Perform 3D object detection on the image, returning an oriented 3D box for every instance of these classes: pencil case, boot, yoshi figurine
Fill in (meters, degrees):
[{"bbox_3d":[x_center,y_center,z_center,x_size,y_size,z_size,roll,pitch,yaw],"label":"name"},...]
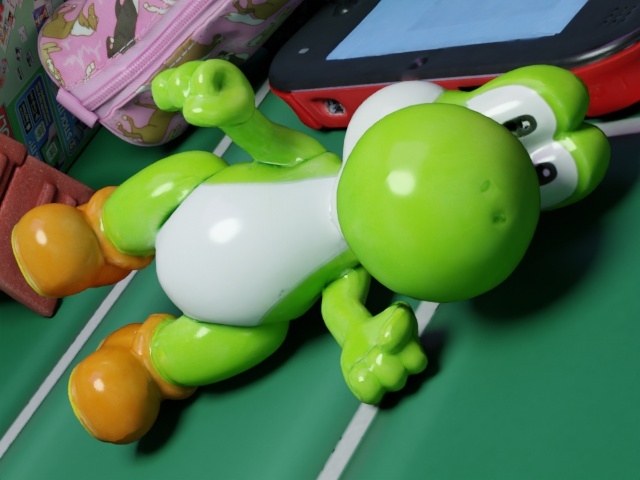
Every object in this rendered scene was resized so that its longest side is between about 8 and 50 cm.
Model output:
[{"bbox_3d":[-0.063,-0.231,1.248,0.386,0.167,0.160,-39,63,36],"label":"pencil case"},{"bbox_3d":[-0.015,-0.216,1.387,0.099,0.045,0.121,-34,26,18],"label":"boot"},{"bbox_3d":[-0.012,-0.003,0.928,0.362,0.203,0.203,-22,47,21],"label":"yoshi figurine"}]

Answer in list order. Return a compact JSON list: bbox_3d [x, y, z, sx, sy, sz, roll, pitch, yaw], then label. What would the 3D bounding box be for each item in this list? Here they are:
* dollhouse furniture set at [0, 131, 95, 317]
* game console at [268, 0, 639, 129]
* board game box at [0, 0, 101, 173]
[{"bbox_3d":[-0.348,0.096,1.227,0.201,0.152,0.374,-5,59,44],"label":"dollhouse furniture set"},{"bbox_3d":[0.165,-0.211,1.156,0.387,0.060,0.342,3,48,50],"label":"game console"},{"bbox_3d":[-0.253,-0.185,1.340,0.046,0.317,0.213,18,53,19],"label":"board game box"}]
